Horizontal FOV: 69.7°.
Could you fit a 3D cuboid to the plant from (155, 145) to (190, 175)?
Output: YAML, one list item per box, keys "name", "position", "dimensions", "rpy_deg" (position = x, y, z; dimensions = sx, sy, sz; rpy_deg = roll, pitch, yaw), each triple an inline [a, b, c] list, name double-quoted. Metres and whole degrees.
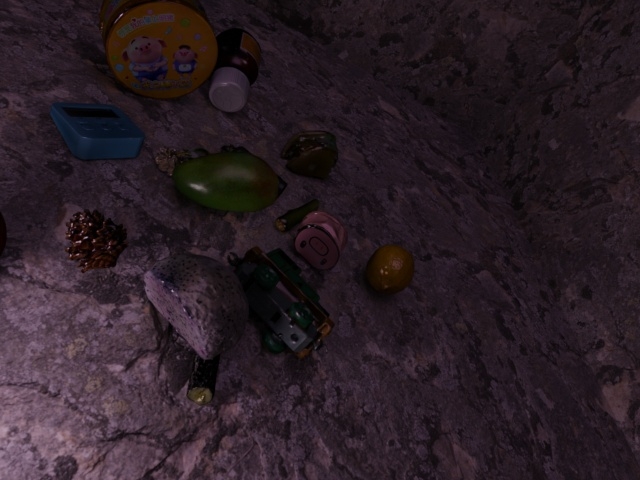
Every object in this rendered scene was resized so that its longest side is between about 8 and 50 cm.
- name: "plant"
  position: [-0.512, -0.288, 1.622]
  dimensions: [0.116, 0.122, 0.104]
  rpy_deg: [28, 49, -28]

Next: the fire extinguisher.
- name: "fire extinguisher"
  position: [-0.277, -0.287, 1.845]
  dimensions: [0.311, 0.095, 0.114]
  rpy_deg: [40, -7, -3]

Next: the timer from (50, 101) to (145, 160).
- name: "timer"
  position: [-0.747, -0.389, 1.546]
  dimensions: [0.232, 0.091, 0.250]
  rpy_deg: [-17, 61, -48]

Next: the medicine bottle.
- name: "medicine bottle"
  position: [-0.412, -0.778, 2.120]
  dimensions: [0.243, 0.242, 0.395]
  rpy_deg: [23, 52, -21]

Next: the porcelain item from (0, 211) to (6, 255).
- name: "porcelain item"
  position: [-0.817, 0.020, 1.001]
  dimensions: [0.253, 0.253, 0.253]
  rpy_deg: [23, 40, -21]

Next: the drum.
- name: "drum"
  position: [-0.620, -0.778, 1.781]
  dimensions: [0.431, 0.431, 0.214]
  rpy_deg: [3, 49, -39]

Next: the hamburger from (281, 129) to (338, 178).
- name: "hamburger"
  position: [-0.025, -0.409, 2.116]
  dimensions: [0.288, 0.192, 0.167]
  rpy_deg: [5, 40, -38]

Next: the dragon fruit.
- name: "dragon fruit"
  position: [-0.311, 0.134, 1.214]
  dimensions: [0.283, 0.221, 0.204]
  rpy_deg: [34, 52, 28]

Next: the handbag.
- name: "handbag"
  position: [0.000, 0.000, 1.722]
  dimensions: [0.205, 0.179, 0.116]
  rpy_deg: [41, 30, -2]

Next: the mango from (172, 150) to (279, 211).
- name: "mango"
  position: [-0.329, -0.213, 1.639]
  dimensions: [0.382, 0.201, 0.225]
  rpy_deg: [3, 73, -26]

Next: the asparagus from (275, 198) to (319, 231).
- name: "asparagus"
  position: [-0.087, -0.103, 1.848]
  dimensions: [0.067, 0.060, 0.278]
  rpy_deg: [31, 33, 20]

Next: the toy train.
- name: "toy train"
  position: [-0.120, 0.183, 1.446]
  dimensions: [0.429, 0.178, 0.249]
  rpy_deg: [45, 26, 6]

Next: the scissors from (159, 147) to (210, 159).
- name: "scissors"
  position: [-0.505, -0.323, 1.733]
  dimensions: [0.204, 0.027, 0.101]
  rpy_deg: [6, 48, -39]

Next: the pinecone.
- name: "pinecone"
  position: [-0.596, -0.003, 1.217]
  dimensions: [0.174, 0.173, 0.173]
  rpy_deg: [23, 40, -21]

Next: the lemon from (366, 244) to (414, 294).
- name: "lemon"
  position: [0.280, 0.115, 1.834]
  dimensions: [0.188, 0.188, 0.256]
  rpy_deg: [40, 39, -1]

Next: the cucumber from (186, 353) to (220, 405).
- name: "cucumber"
  position: [-0.300, 0.295, 1.249]
  dimensions: [0.072, 0.072, 0.300]
  rpy_deg: [25, 37, -20]
